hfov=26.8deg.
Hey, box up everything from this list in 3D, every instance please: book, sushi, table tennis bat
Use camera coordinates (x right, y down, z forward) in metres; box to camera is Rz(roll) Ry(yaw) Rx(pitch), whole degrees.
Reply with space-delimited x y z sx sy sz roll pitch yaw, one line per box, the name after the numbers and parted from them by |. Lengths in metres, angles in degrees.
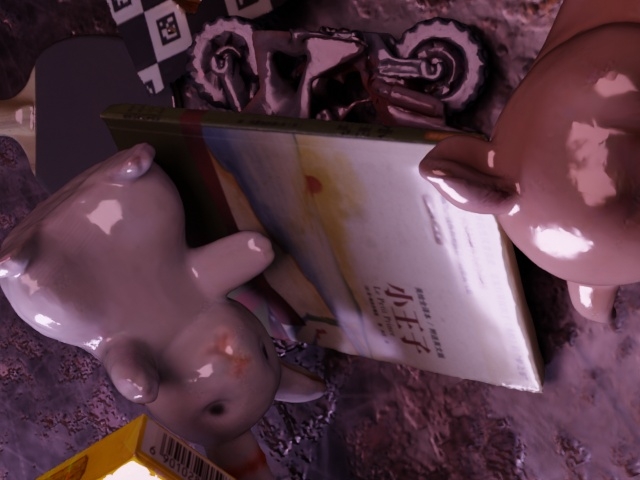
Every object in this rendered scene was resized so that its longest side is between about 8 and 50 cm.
0.000 0.000 0.883 0.289 0.026 0.201 8 134 34 | book
-0.096 -0.237 0.987 0.192 0.040 0.210 -28 80 38 | sushi
-0.212 -0.096 1.080 0.246 0.022 0.138 5 96 31 | table tennis bat

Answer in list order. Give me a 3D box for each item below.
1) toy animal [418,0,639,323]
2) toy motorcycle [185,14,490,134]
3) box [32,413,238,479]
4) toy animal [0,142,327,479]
0.183 -0.088 0.728 0.166 0.154 0.250 37 83 -14 | toy animal
0.009 -0.092 0.906 0.212 0.084 0.118 4 97 20 | toy motorcycle
-0.072 0.226 0.895 0.152 0.269 0.043 -32 31 31 | box
-0.084 0.066 0.887 0.282 0.140 0.138 45 158 -2 | toy animal
